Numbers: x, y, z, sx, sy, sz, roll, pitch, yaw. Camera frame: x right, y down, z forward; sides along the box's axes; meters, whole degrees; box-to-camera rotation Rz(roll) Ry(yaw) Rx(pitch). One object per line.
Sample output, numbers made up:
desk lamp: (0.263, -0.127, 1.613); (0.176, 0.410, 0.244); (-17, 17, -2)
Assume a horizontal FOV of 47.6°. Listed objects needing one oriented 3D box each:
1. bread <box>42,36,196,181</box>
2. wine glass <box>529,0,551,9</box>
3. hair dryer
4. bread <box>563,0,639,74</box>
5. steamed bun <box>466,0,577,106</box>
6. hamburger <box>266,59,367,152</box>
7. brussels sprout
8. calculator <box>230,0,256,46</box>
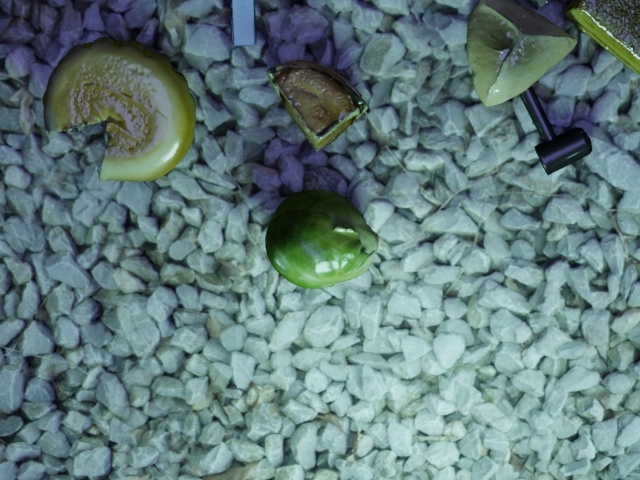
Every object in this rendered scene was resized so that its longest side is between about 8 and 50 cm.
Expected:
bread: (-0.429, -0.289, 1.595); (0.333, 0.160, 0.333); (0, 102, 1)
wine glass: (0.446, -0.594, 1.517); (0.111, 0.111, 0.204); (-28, 98, 8)
hair dryer: (0.501, -0.279, 1.610); (0.114, 0.070, 0.248); (-26, 90, 8)
bread: (0.665, -0.484, 1.533); (0.234, 0.110, 0.184); (37, 97, -6)
steamed bun: (0.396, -0.424, 1.542); (0.231, 0.110, 0.212); (-40, 87, 3)
hamburger: (-0.014, -0.316, 1.603); (0.155, 0.135, 0.207); (-43, 82, -6)
brussels sprout: (0.000, 0.000, 1.605); (0.244, 0.244, 0.244); (1, 101, 3)
calculator: (-0.173, -0.520, 1.609); (0.057, 0.018, 0.172); (-1, 101, 4)
